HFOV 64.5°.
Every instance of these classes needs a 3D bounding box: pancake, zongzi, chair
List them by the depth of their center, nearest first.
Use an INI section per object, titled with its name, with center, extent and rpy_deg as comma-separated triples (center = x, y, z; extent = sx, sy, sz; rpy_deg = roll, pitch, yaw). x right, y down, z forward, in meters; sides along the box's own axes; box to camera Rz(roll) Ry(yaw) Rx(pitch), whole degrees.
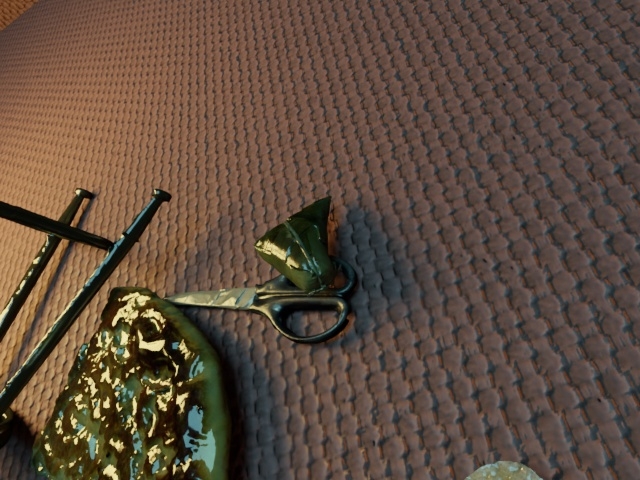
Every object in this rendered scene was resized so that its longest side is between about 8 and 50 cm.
[zongzi]
center = 0.000, 0.000, 0.577
extent = 0.119, 0.055, 0.109
rpy_deg = -39, 45, -18
[pancake]
center = -0.210, 0.249, 0.587
extent = 0.305, 0.067, 0.426
rpy_deg = -54, 49, 4
[chair]
center = -0.506, 0.052, 0.698
extent = 0.364, 0.361, 0.411
rpy_deg = 6, 75, 47

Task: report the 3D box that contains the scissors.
[scissors]
center = -0.092, 0.073, 0.631
extent = 0.299, 0.022, 0.109
rpy_deg = -5, 56, 32

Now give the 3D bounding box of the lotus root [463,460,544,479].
[lotus root]
center = 0.135, 0.223, 0.346
extent = 0.122, 0.081, 0.112
rpy_deg = -49, 46, -1
